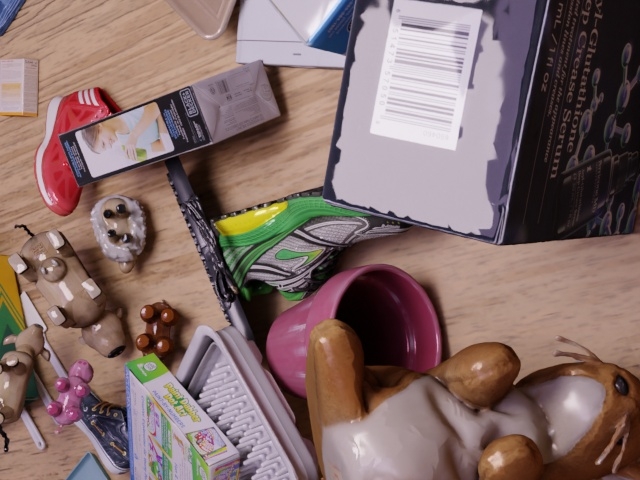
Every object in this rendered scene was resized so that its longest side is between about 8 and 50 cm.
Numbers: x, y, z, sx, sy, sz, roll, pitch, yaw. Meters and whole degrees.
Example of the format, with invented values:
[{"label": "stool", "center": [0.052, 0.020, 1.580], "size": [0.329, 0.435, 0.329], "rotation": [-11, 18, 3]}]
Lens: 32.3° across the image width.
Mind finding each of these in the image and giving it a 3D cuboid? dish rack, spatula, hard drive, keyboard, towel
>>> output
[{"label": "dish rack", "center": [-0.108, 0.284, 1.552], "size": [0.286, 0.072, 0.333], "rotation": [59, 149, 20]}, {"label": "spatula", "center": [-0.505, 0.233, 1.930], "size": [0.168, 0.019, 0.242], "rotation": [-44, 70, 22]}, {"label": "hard drive", "center": [-0.007, -0.422, 1.557], "size": [0.233, 0.047, 0.353], "rotation": [9, 96, 34]}, {"label": "keyboard", "center": [-0.161, 0.023, 1.601], "size": [0.033, 0.201, 0.317], "rotation": [-23, 75, -9]}, {"label": "towel", "center": [-0.553, -0.422, 1.935], "size": [0.119, 0.029, 0.067], "rotation": [-49, 65, 25]}]

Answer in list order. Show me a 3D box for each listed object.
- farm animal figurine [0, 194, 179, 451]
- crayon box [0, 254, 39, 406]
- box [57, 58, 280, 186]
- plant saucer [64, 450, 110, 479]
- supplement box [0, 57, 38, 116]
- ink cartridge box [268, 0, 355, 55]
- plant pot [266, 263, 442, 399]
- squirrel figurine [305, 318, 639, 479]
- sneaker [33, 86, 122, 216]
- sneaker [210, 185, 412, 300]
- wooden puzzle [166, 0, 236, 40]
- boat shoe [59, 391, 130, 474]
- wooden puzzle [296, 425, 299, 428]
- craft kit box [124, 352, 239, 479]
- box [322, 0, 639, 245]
[{"label": "farm animal figurine", "center": [-0.393, 0.125, 1.735], "size": [0.330, 0.172, 0.327], "rotation": [-19, 84, -6]}, {"label": "crayon box", "center": [-0.614, 0.162, 1.940], "size": [0.203, 0.083, 0.323], "rotation": [-29, 67, 32]}, {"label": "box", "center": [-0.223, -0.169, 1.618], "size": [0.290, 0.169, 0.087], "rotation": [-13, 102, 37]}, {"label": "plant saucer", "center": [-0.420, 0.440, 1.875], "size": [0.192, 0.018, 0.067], "rotation": [-49, 66, 24]}, {"label": "supplement box", "center": [-0.522, -0.264, 1.913], "size": [0.062, 0.036, 0.099], "rotation": [5, 94, 34]}, {"label": "ink cartridge box", "center": [0.104, -0.333, 1.329], "size": [0.223, 0.307, 0.129], "rotation": [-50, 63, 25]}, {"label": "plant pot", "center": [0.030, 0.141, 1.472], "size": [0.180, 0.201, 0.201], "rotation": [-13, 84, 49]}, {"label": "squirrel figurine", "center": [0.190, 0.258, 1.303], "size": [0.397, 0.370, 0.281], "rotation": [98, 154, -52]}, {"label": "sneaker", "center": [-0.383, -0.154, 1.770], "size": [0.128, 0.087, 0.221], "rotation": [-19, 64, 29]}, {"label": "sneaker", "center": [0.000, 0.000, 1.529], "size": [0.343, 0.134, 0.146], "rotation": [-15, 91, 44]}, {"label": "wooden puzzle", "center": [-0.156, -0.444, 1.632], "size": [0.221, 0.044, 0.239], "rotation": [48, 120, 39]}, {"label": "boat shoe", "center": [-0.347, 0.285, 1.799], "size": [0.083, 0.065, 0.183], "rotation": [-47, 74, 24]}, {"label": "wooden puzzle", "center": [-0.077, 0.316, 1.643], "size": [0.078, 0.014, 0.116], "rotation": [26, 105, 30]}, {"label": "craft kit box", "center": [-0.205, 0.333, 1.618], "size": [0.246, 0.061, 0.250], "rotation": [43, 140, 42]}, {"label": "box", "center": [0.212, -0.162, 1.207], "size": [0.212, 0.395, 0.294], "rotation": [15, 100, 32]}]
